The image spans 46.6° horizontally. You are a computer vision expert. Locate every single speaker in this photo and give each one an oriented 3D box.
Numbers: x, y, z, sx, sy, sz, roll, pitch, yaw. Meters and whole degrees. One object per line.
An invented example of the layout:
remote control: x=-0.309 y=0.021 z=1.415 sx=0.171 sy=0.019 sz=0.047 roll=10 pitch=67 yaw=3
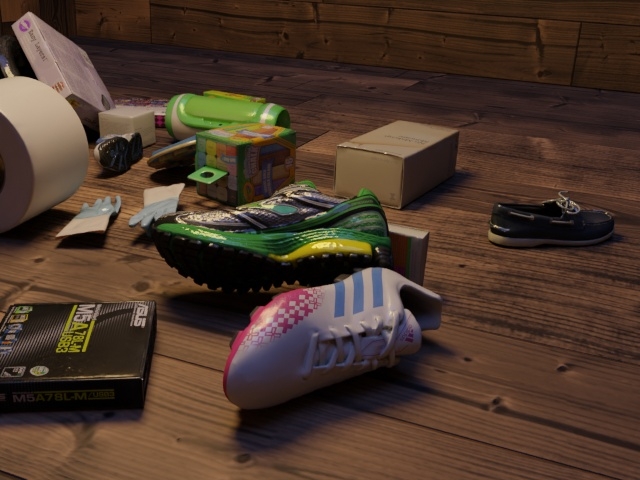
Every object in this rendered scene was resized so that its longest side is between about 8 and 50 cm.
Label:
speaker: x=-0.231 y=-0.291 z=1.848 sx=0.296 sy=0.131 sz=0.131 roll=10 pitch=23 yaw=18

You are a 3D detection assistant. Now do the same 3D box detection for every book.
book: x=0.088 y=0.021 z=1.132 sx=0.144 sy=0.096 sz=0.035 roll=13 pitch=24 yaw=22

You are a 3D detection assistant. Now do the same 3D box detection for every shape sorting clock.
shape sorting clock: x=-0.273 y=-0.188 z=1.608 sx=0.206 sy=0.040 sz=0.206 roll=-20 pitch=-3 yaw=-1

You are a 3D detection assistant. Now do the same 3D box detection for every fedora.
fedora: x=-0.714 y=-0.331 z=1.795 sx=0.152 sy=0.334 sz=0.334 roll=-30 pitch=22 yaw=6

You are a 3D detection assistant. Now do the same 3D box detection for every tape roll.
tape roll: x=-0.553 y=-0.151 z=1.291 sx=0.246 sy=0.246 sz=0.169 roll=8 pitch=23 yaw=14

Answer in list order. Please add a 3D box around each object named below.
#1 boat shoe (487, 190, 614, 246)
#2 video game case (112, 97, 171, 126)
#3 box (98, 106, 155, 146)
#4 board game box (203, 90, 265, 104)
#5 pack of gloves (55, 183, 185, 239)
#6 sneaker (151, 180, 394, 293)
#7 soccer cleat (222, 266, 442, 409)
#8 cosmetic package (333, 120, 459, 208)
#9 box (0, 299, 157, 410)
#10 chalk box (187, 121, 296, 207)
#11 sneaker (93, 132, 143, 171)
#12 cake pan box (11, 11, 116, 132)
boat shoe: x=0.423 y=-0.041 z=1.350 sx=0.254 sy=0.079 sz=0.095 roll=-2 pitch=22 yaw=-11
video game case: x=-0.488 y=-0.366 z=2.117 sx=0.232 sy=0.042 sz=0.210 roll=2 pitch=22 yaw=-3
box: x=-0.475 y=-0.277 z=1.830 sx=0.102 sy=0.087 sz=0.101 roll=10 pitch=22 yaw=18
board game box: x=-0.239 y=-0.355 z=2.052 sx=0.181 sy=0.092 sz=0.043 roll=14 pitch=23 yaw=27
pack of gloves: x=-0.346 y=-0.039 z=1.334 sx=0.195 sy=0.046 sz=0.232 roll=-10 pitch=19 yaw=-1
sneaker: x=-0.070 y=-0.009 z=1.072 sx=0.343 sy=0.134 sz=0.146 roll=2 pitch=59 yaw=-4
soccer cleat: x=0.031 y=0.109 z=0.873 sx=0.143 sy=0.116 sz=0.331 roll=16 pitch=25 yaw=32
cosmetic package: x=0.171 y=-0.172 z=1.611 sx=0.160 sy=0.113 sz=0.309 roll=14 pitch=23 yaw=26
box: x=-0.293 y=0.131 z=0.880 sx=0.184 sy=0.045 sz=0.191 roll=-2 pitch=23 yaw=-6
chalk box: x=-0.167 y=-0.154 z=1.496 sx=0.132 sy=0.132 sz=0.213 roll=19 pitch=27 yaw=36
sneaker: x=-0.465 y=-0.196 z=1.660 sx=0.081 sy=0.080 sz=0.211 roll=-2 pitch=11 yaw=6
cake pan box: x=-0.620 y=-0.408 z=1.834 sx=0.070 sy=0.267 sz=0.246 roll=-32 pitch=-13 yaw=6
